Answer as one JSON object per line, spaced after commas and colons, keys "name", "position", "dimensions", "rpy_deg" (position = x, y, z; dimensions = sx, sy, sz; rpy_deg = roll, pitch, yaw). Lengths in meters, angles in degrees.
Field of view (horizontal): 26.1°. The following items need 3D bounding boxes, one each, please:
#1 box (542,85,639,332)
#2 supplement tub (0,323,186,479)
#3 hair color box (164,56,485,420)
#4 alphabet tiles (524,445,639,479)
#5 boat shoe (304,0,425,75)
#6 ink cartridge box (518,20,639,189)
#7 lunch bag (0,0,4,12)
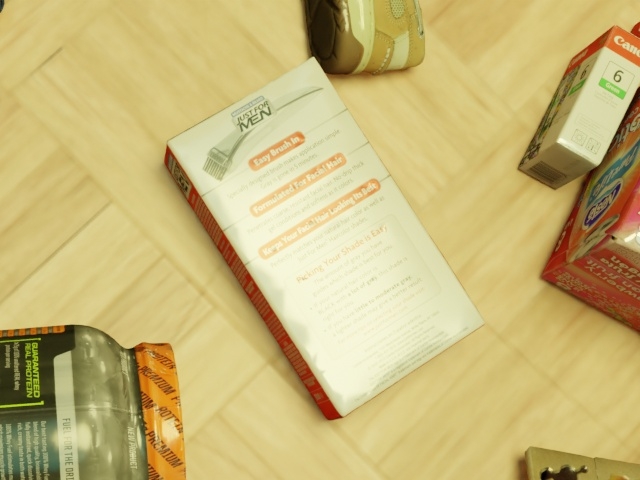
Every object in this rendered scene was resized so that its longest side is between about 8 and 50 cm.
{"name": "box", "position": [0.267, 0.017, 0.736], "dimensions": [0.256, 0.122, 0.128], "rpy_deg": [28, 76, -3]}
{"name": "supplement tub", "position": [-0.161, 0.101, 0.649], "dimensions": [0.190, 0.117, 0.117], "rpy_deg": [-4, 80, -10]}
{"name": "hair color box", "position": [0.000, 0.000, 0.729], "dimensions": [0.093, 0.053, 0.167], "rpy_deg": [-31, 87, -13]}
{"name": "alphabet tiles", "position": [0.166, 0.213, 0.676], "dimensions": [0.198, 0.009, 0.237], "rpy_deg": [12, 48, -16]}
{"name": "boat shoe", "position": [0.026, -0.186, 0.770], "dimensions": [0.072, 0.068, 0.190], "rpy_deg": [-3, 90, -23]}
{"name": "ink cartridge box", "position": [0.154, -0.088, 0.767], "dimensions": [0.029, 0.063, 0.115], "rpy_deg": [29, 76, -6]}
{"name": "lunch bag", "position": [-0.207, -0.135, 0.711], "dimensions": [0.098, 0.067, 0.065], "rpy_deg": [-18, 83, -14]}
